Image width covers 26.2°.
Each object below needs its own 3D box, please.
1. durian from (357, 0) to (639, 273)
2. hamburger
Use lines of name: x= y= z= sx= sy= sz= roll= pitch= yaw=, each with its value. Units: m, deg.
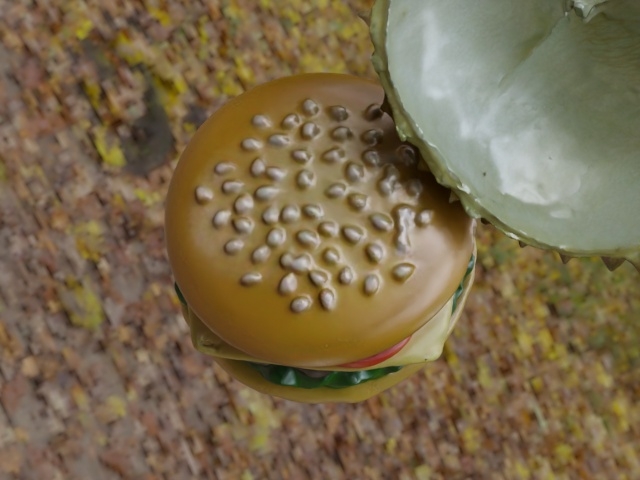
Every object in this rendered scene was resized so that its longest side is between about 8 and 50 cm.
durian: x=0.116 y=-0.071 z=0.597 sx=0.252 sy=0.139 sz=0.144 roll=48 pitch=65 yaw=-3
hamburger: x=0.000 y=0.000 z=0.668 sx=0.115 sy=0.162 sz=0.162 roll=75 pitch=-4 yaw=-71
